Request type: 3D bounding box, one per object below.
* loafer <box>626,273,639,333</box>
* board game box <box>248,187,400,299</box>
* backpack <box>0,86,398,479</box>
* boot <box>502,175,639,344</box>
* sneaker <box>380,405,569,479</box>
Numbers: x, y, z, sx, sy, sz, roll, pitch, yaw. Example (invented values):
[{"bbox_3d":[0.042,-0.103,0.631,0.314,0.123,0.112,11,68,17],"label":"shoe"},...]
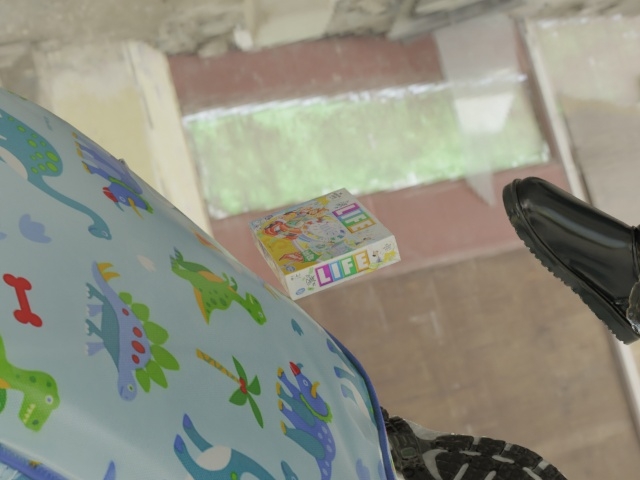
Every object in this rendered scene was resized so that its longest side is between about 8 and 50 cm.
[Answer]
[{"bbox_3d":[0.324,0.061,0.883,0.223,0.076,0.078,6,-164,-28],"label":"loafer"},{"bbox_3d":[0.000,0.000,1.130,0.103,0.026,0.154,-20,-157,-9],"label":"board game box"},{"bbox_3d":[-0.133,0.085,0.520,0.273,0.355,0.290,-28,-148,7],"label":"backpack"},{"bbox_3d":[0.340,-0.020,1.274,0.207,0.246,0.094,-36,-161,30],"label":"boot"},{"bbox_3d":[0.089,0.219,0.963,0.111,0.121,0.300,-25,-153,-37],"label":"sneaker"}]
